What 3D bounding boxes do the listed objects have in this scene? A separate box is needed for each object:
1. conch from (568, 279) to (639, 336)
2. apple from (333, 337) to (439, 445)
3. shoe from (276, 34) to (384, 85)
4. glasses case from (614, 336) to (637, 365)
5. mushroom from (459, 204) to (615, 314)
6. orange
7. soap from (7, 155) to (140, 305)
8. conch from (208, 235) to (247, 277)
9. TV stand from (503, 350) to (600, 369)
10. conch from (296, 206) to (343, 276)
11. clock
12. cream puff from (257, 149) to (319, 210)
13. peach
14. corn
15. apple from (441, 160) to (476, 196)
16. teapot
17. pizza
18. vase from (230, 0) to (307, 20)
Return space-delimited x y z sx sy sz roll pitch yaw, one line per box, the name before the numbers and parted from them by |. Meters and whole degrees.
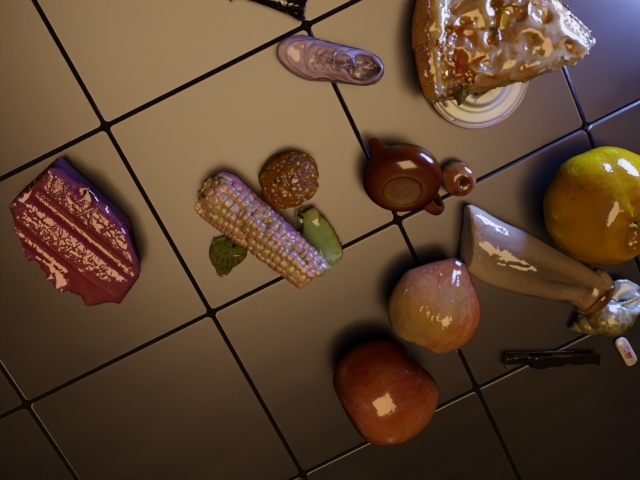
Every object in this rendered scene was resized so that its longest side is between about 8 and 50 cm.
conch | 0.725 0.178 1.899 0.116 0.106 0.173 33 84 -5
apple | 0.159 0.355 1.820 0.254 0.253 0.253 -1 105 -6
shoe | 0.027 -0.387 1.656 0.245 0.137 0.095 10 99 -9
glasses case | 0.787 0.287 1.971 0.032 0.021 0.083 -32 105 4
mushroom | 0.499 0.066 1.830 0.407 0.137 0.154 25 88 -5
orange | 0.655 -0.075 1.754 0.279 0.235 0.279 -3 108 -9
soap | -0.533 -0.004 1.700 0.220 0.127 0.325 -43 105 6
conch | -0.219 0.029 1.784 0.089 0.074 0.121 39 118 19
TV stand | 0.588 0.304 1.944 0.249 0.042 0.036 -1 102 -6
conch | 0.000 0.000 1.789 0.106 0.079 0.170 -15 103 -16
clock | 0.357 -0.374 1.737 0.245 0.056 0.244 -2 104 -6
cream puff | -0.069 -0.136 1.727 0.144 0.103 0.126 -33 104 0
peach | 0.274 0.145 1.787 0.233 0.232 0.232 -1 105 -6
corn | -0.131 -0.023 1.716 0.335 0.126 0.126 38 98 -3
apple | 0.321 -0.146 1.786 0.084 0.071 0.084 -3 113 -6
teapot | 0.201 -0.146 1.752 0.178 0.135 0.252 -29 130 36
pizza | 0.340 -0.470 1.653 0.392 0.080 0.435 -43 94 -2
vase | -0.112 -0.522 1.647 0.167 0.059 0.059 14 103 -9
